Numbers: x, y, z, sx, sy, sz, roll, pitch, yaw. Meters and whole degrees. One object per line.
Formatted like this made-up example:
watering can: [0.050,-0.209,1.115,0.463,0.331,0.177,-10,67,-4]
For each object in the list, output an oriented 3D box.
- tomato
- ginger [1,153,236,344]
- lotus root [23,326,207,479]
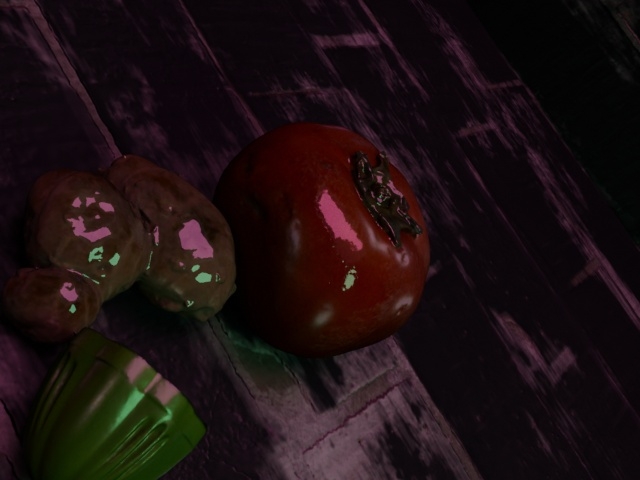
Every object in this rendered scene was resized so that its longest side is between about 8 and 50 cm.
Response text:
tomato: [0.000,0.000,1.101,0.293,0.289,0.325,-12,70,-48]
ginger: [-0.254,0.007,0.959,0.304,0.155,0.245,-13,76,-43]
lotus root: [-0.238,0.208,0.801,0.186,0.186,0.186,28,42,-28]
